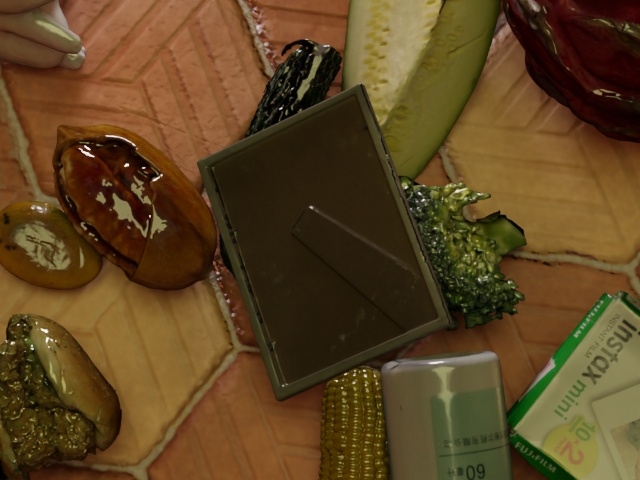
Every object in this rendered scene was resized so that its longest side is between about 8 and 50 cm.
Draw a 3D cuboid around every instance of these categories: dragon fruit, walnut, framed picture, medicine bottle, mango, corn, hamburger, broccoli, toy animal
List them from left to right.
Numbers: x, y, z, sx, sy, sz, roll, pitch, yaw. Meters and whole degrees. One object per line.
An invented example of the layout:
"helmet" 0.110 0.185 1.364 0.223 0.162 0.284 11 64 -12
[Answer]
"toy animal" -0.272 -0.253 1.762 0.138 0.282 0.140 5 76 -14
"hamburger" -0.260 0.137 1.696 0.131 0.185 0.159 -26 60 -3
"mango" -0.263 0.006 1.794 0.114 0.057 0.079 24 71 -2
"walnut" -0.181 -0.037 1.776 0.116 0.116 0.207 -40 80 -10
"framed picture" 0.000 0.000 1.725 0.184 0.016 0.250 -26 71 16
"corn" 0.036 0.230 1.718 0.080 0.080 0.231 2 76 1
"broccoli" 0.124 0.006 1.765 0.160 0.167 0.154 -24 109 -34
"medicine bottle" 0.125 0.278 1.673 0.110 0.110 0.352 -6 89 -2
"dragon fruit" 0.319 -0.246 1.731 0.329 0.329 0.329 0 74 0

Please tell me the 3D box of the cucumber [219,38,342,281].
"cucumber" -0.050 -0.077 1.812 0.067 0.067 0.245 21 77 6

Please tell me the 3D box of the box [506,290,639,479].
"box" 0.309 0.180 1.701 0.250 0.103 0.180 37 91 9

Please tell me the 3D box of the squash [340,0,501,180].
"squash" 0.105 -0.141 1.805 0.169 0.093 0.252 -11 67 44
